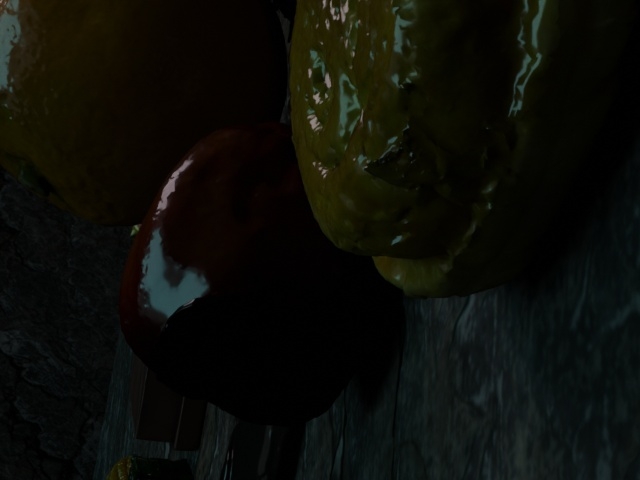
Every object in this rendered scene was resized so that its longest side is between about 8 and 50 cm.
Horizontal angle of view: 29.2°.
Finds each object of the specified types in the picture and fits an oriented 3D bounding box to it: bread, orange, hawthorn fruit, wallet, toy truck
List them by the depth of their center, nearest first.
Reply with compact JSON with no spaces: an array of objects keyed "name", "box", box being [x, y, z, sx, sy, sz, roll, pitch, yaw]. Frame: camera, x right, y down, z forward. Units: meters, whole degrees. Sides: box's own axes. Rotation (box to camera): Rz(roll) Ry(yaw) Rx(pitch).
[{"name":"bread","box":[0.061,-0.086,0.596,0.236,0.120,0.198,108,156,-43]},{"name":"hawthorn fruit","box":[-0.042,0.001,0.879,0.189,0.189,0.251,140,143,-71]},{"name":"orange","box":[-0.181,-0.162,1.141,0.312,0.312,0.312,-172,90,-77]},{"name":"wallet","box":[-0.068,0.241,1.141,0.165,0.042,0.309,-124,43,-69]},{"name":"toy truck","box":[-0.230,0.428,1.634,0.121,0.088,0.259,-146,66,-74]}]

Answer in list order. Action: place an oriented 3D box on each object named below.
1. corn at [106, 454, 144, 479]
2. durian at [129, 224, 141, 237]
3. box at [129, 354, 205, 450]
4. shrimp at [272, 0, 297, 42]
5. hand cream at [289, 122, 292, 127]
[{"name":"corn","box":[-0.290,0.415,1.869,0.313,0.102,0.102,-116,36,-67]},{"name":"durian","box":[-0.147,-0.046,1.427,0.154,0.186,0.260,122,167,-48]},{"name":"box","box":[-0.200,0.144,1.671,0.215,0.086,0.215,-129,48,-71]},{"name":"shrimp","box":[-0.014,-0.240,1.134,0.090,0.079,0.233,54,159,12]},{"name":"hand cream","box":[-0.035,-0.070,1.156,0.075,0.052,0.248,-99,21,-50]}]
